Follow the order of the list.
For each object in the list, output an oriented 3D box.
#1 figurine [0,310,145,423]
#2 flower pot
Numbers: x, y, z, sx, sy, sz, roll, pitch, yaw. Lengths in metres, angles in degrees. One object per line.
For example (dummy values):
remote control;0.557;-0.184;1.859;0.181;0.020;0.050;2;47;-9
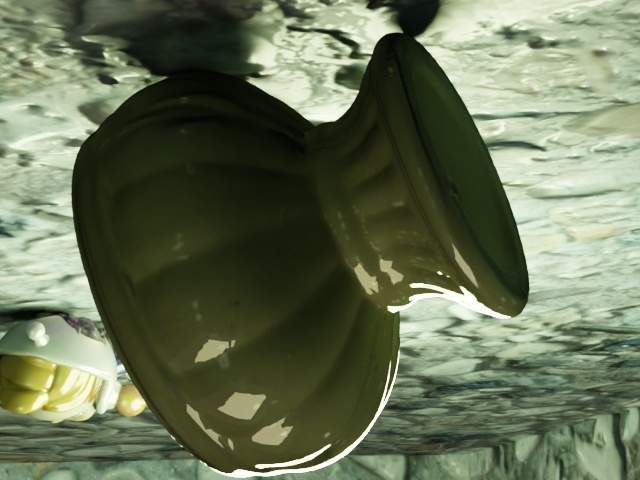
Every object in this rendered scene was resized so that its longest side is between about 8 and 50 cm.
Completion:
figurine;-0.276;0.147;2.179;0.194;0.133;0.274;15;-173;38
flower pot;0.000;0.000;1.301;0.244;0.307;0.307;-24;161;18
